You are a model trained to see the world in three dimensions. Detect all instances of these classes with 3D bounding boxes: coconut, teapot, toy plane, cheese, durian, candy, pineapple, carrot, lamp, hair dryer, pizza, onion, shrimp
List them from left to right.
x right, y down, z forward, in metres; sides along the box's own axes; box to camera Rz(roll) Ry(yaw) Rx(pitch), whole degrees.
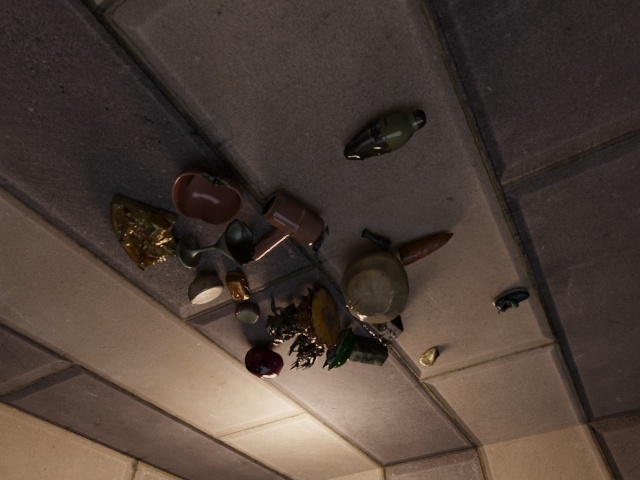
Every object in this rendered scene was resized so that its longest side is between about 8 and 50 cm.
[{"bbox_3d":[-0.580,-0.009,1.446,0.223,0.089,0.323,1,134,2],"label":"pizza"},{"bbox_3d":[-0.298,0.297,1.761,0.103,0.043,0.103,1,131,1],"label":"candy"},{"bbox_3d":[-0.252,0.542,1.923,0.178,0.153,0.177,-5,150,-3],"label":"onion"},{"bbox_3d":[-0.166,-0.011,1.447,0.189,0.106,0.344,31,132,-26],"label":"hair dryer"},{"bbox_3d":[-0.095,0.318,1.680,0.272,0.262,0.262,-14,133,26],"label":"pineapple"},{"bbox_3d":[-0.062,0.444,1.852,0.172,0.137,0.372,46,111,9],"label":"shrimp"},{"bbox_3d":[0.000,0.000,1.484,0.031,0.049,0.120,19,113,-18],"label":"toy plane"},{"bbox_3d":[0.069,0.476,1.845,0.083,0.203,0.320,30,146,-2],"label":"cheese"},{"bbox_3d":[0.191,-0.005,1.489,0.111,0.042,0.043,28,127,-19],"label":"teapot"},{"bbox_3d":[0.195,0.161,1.511,0.245,0.247,0.244,1,96,15],"label":"coconut"},{"bbox_3d":[0.172,-0.287,1.183,0.250,0.101,0.101,-21,130,22],"label":"lamp"},{"bbox_3d":[0.370,0.019,1.502,0.205,0.072,0.072,-27,128,12],"label":"carrot"},{"bbox_3d":[0.517,0.543,2.014,0.066,0.052,0.130,43,125,13],"label":"durian"}]

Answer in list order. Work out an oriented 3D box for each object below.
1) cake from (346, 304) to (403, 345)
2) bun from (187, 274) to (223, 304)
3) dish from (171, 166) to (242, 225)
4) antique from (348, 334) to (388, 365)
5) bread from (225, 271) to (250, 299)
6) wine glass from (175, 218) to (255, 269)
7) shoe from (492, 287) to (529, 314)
[{"bbox_3d":[0.224,0.301,1.774,0.246,0.135,0.112,43,111,1],"label":"cake"},{"bbox_3d":[-0.438,0.172,1.614,0.138,0.094,0.138,-28,156,-13],"label":"bun"},{"bbox_3d":[-0.338,-0.151,1.311,0.214,0.090,0.213,1,135,1],"label":"dish"},{"bbox_3d":[0.200,0.489,1.916,0.183,0.088,0.086,11,131,-11],"label":"antique"},{"bbox_3d":[-0.315,0.175,1.640,0.074,0.053,0.132,-6,133,10],"label":"bread"},{"bbox_3d":[-0.352,0.022,1.420,0.233,0.156,0.156,-11,133,25],"label":"wine glass"},{"bbox_3d":[0.758,0.240,1.701,0.143,0.071,0.064,-26,129,16],"label":"shoe"}]
